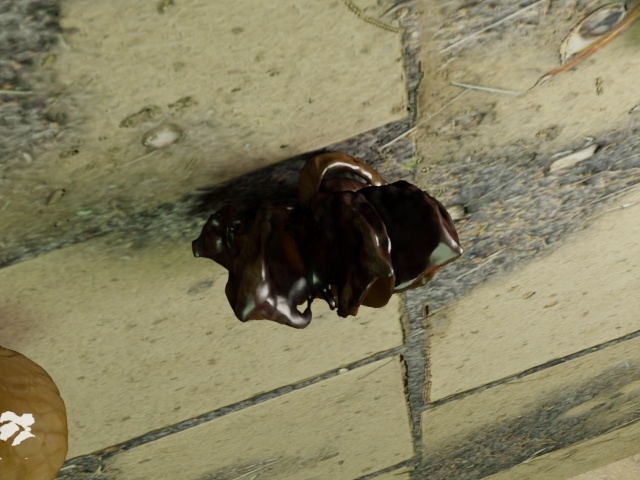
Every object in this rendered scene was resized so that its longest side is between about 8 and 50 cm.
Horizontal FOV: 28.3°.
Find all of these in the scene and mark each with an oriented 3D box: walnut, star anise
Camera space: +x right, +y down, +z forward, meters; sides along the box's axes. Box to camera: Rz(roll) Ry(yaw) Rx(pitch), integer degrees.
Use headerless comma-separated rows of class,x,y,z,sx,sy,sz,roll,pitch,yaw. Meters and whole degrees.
walnut,-0.298,0.150,0.992,0.167,0.167,0.207,-36,149,31
star anise,0.000,0.000,0.963,0.190,0.126,0.220,-18,-177,-4
